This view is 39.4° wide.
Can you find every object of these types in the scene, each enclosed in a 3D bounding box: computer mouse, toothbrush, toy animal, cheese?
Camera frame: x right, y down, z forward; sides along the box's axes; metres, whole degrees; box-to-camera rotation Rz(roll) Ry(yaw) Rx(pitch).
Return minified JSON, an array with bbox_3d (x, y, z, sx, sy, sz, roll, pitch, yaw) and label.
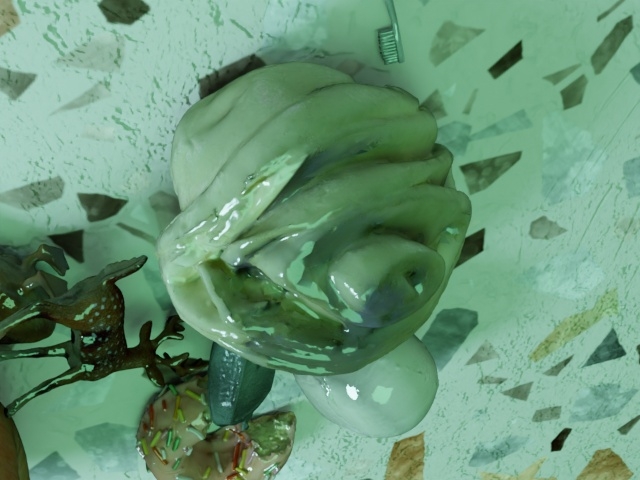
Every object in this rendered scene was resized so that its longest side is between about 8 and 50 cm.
[{"bbox_3d":[-0.104,0.153,1.169,0.113,0.068,0.228,-31,142,-51],"label":"computer mouse"},{"bbox_3d":[0.051,-0.297,0.890,0.025,0.020,0.286,-13,132,3],"label":"toothbrush"},{"bbox_3d":[-0.384,0.062,1.024,0.179,0.089,0.188,-30,129,15],"label":"toy animal"},{"bbox_3d":[0.065,0.177,1.192,0.154,0.189,0.198,-48,134,-16],"label":"cheese"},{"bbox_3d":[-0.244,0.119,1.032,0.260,0.087,0.243,-16,153,-24],"label":"toy animal"}]

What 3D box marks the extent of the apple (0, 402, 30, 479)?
[{"bbox_3d":[-0.501,0.327,0.999,0.347,0.391,0.391,0,129,-15],"label":"apple"}]

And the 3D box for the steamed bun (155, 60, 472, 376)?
[{"bbox_3d":[0.000,0.000,0.955,0.339,0.247,0.352,13,116,-22],"label":"steamed bun"}]

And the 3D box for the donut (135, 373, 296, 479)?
[{"bbox_3d":[-0.157,0.298,1.282,0.233,0.085,0.199,29,117,-32],"label":"donut"}]
